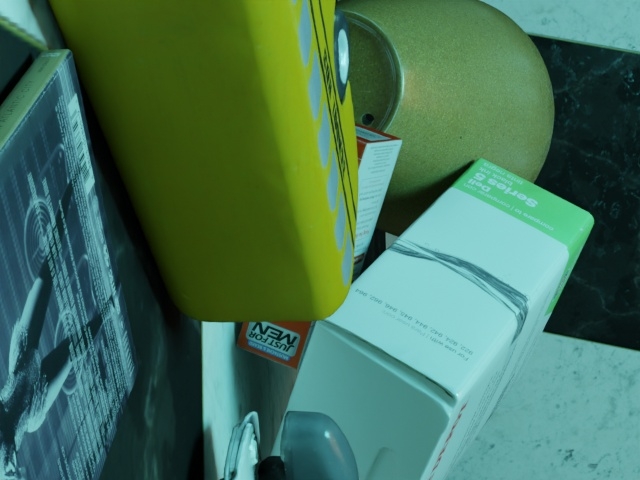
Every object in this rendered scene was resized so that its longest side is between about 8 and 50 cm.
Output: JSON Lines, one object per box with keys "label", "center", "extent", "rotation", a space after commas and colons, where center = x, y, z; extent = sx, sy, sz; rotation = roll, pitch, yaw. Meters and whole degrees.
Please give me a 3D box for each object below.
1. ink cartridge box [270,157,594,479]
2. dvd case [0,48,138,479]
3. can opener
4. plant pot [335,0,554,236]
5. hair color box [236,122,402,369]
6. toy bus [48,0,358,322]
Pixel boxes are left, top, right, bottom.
{"label": "ink cartridge box", "center": [0.085, 0.088, 0.917], "extent": [0.273, 0.115, 0.198], "rotation": [-41, 155, -48]}
{"label": "dvd case", "center": [-0.111, 0.051, 0.426], "extent": [0.221, 0.018, 0.164], "rotation": [-80, 167, -57]}
{"label": "can opener", "center": [-0.017, 0.238, 0.759], "extent": [0.076, 0.095, 0.283], "rotation": [-72, 158, -65]}
{"label": "plant pot", "center": [0.057, -0.115, 1.016], "extent": [0.254, 0.237, 0.237], "rotation": [-2, 91, -67]}
{"label": "hair color box", "center": [0.000, 0.000, 0.851], "extent": [0.093, 0.053, 0.167], "rotation": [-18, 126, -70]}
{"label": "toy bus", "center": [-0.052, -0.104, 0.561], "extent": [0.333, 0.108, 0.130], "rotation": [78, 15, -52]}
